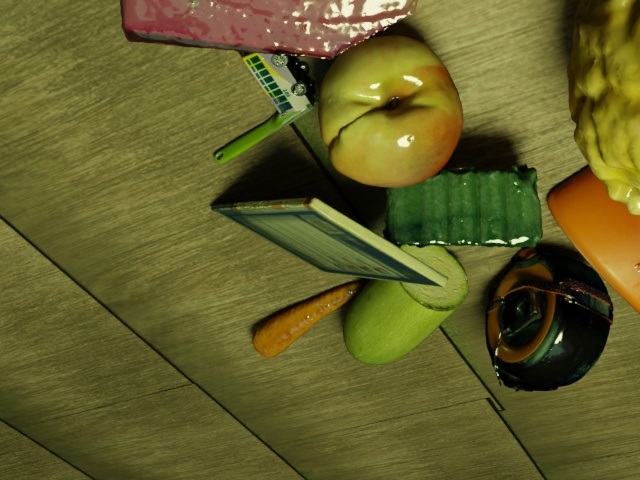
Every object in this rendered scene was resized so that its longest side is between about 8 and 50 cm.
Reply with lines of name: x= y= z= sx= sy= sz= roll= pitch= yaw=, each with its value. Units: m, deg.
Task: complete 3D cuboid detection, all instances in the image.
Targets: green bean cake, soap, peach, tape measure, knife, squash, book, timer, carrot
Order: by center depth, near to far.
soap: x=-0.034 y=-0.294 z=0.787 sx=0.325 sy=0.127 sz=0.220 roll=4 pitch=125 yaw=-3
peach: x=0.083 y=-0.148 z=0.939 sx=0.184 sy=0.184 sz=0.184 roll=2 pitch=139 yaw=2
green bean cake: x=0.186 y=-0.041 z=1.058 sx=0.208 sy=0.107 sz=0.193 roll=-3 pitch=-178 yaw=9
knife: x=-0.075 y=-0.149 z=1.064 sx=0.184 sy=0.022 sz=0.026 roll=-28 pitch=156 yaw=29
book: x=0.000 y=0.000 z=1.097 sx=0.228 sy=0.018 sz=0.322 roll=31 pitch=167 yaw=-27
timer: x=0.486 y=-0.038 z=1.097 sx=0.250 sy=0.161 sz=0.257 roll=41 pitch=128 yaw=-16
tape measure: x=0.338 y=0.123 z=1.212 sx=0.135 sy=0.202 sz=0.223 roll=15 pitch=142 yaw=-18
squash: x=0.120 y=0.118 z=1.278 sx=0.132 sy=0.132 sz=0.247 roll=18 pitch=138 yaw=-17
carrot: x=-0.029 y=0.133 z=1.356 sx=0.257 sy=0.061 sz=0.061 roll=-35 pitch=126 yaw=31

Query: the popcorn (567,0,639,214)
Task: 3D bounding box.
popcorn: x=0.425 y=-0.179 z=0.761 sx=0.354 sy=0.344 sz=0.390 roll=21 pitch=125 yaw=3

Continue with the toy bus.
toy bus: x=-0.050 y=-0.205 z=0.975 sx=0.058 sy=0.052 sz=0.102 roll=-16 pitch=133 yaw=23
